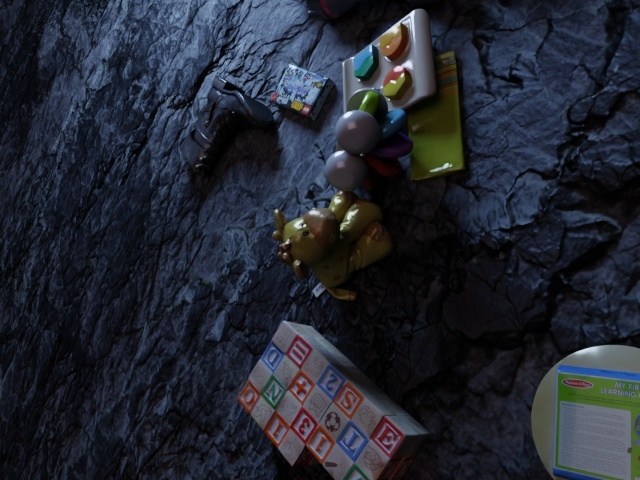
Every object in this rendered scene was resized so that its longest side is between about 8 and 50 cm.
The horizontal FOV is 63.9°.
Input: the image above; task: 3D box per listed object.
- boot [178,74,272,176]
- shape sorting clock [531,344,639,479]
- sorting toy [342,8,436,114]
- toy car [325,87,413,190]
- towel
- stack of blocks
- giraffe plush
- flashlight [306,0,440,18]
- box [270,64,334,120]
[{"bbox_3d":[-0.238,-0.255,1.235,0.263,0.091,0.229,44,108,42],"label":"boot"},{"bbox_3d":[0.367,0.233,0.631,0.206,0.040,0.206,-15,65,37],"label":"shape sorting clock"},{"bbox_3d":[0.120,-0.318,0.984,0.208,0.038,0.193,-20,64,43],"label":"sorting toy"},{"bbox_3d":[0.093,-0.169,0.909,0.136,0.159,0.182,19,128,3],"label":"toy car"},{"bbox_3d":[0.201,-0.224,0.921,0.102,0.021,0.237,-12,68,35],"label":"towel"},{"bbox_3d":[0.009,0.290,0.854,0.297,0.087,0.171,35,97,39],"label":"stack of blocks"},{"bbox_3d":[0.000,0.000,0.903,0.181,0.170,0.210,33,96,39],"label":"giraffe plush"},{"bbox_3d":[0.106,-0.509,1.039,0.304,0.103,0.103,17,112,38],"label":"flashlight"},{"bbox_3d":[-0.042,-0.329,1.136,0.137,0.027,0.094,32,96,39],"label":"box"}]
